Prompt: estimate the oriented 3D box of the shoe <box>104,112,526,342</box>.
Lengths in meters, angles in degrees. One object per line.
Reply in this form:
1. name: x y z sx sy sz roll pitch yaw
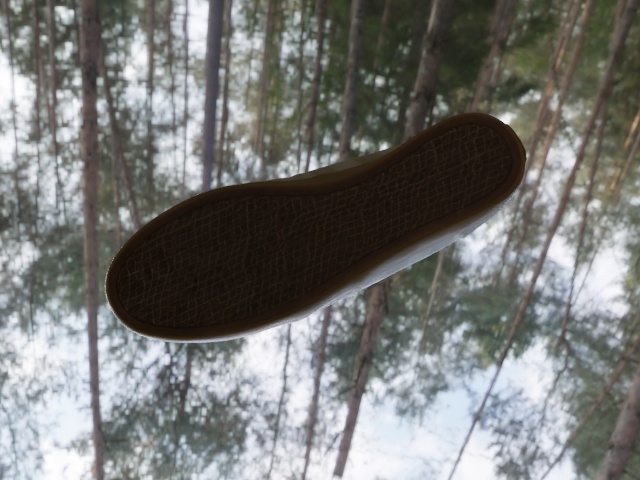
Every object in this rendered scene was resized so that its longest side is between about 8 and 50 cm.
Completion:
1. shoe: 0.000 0.000 0.497 0.219 0.058 0.076 -19 -104 -4
